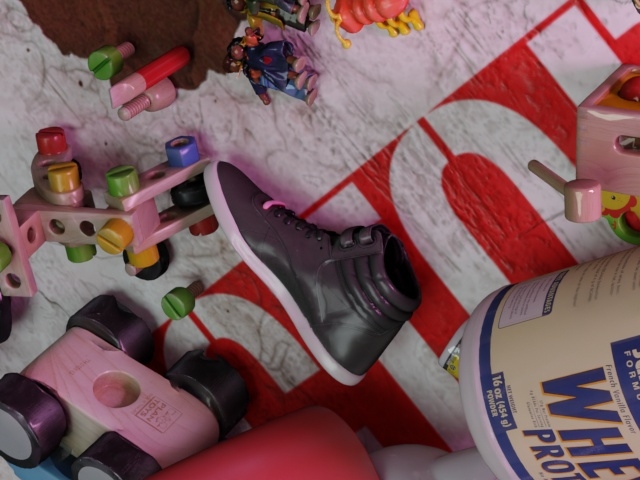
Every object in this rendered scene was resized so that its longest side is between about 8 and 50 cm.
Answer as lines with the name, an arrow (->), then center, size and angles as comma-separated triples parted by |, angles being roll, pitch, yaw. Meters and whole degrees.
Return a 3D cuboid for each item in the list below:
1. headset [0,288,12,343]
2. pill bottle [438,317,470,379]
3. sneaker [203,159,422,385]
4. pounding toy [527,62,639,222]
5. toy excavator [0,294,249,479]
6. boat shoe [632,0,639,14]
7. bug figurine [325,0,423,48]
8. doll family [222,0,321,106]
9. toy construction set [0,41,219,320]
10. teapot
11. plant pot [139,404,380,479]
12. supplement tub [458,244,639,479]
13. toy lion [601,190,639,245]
headset -> -0.500, 0.123, 2.243 | 0.185, 0.243, 0.394 | 6, 139, 56
pill bottle -> 0.191, 0.140, 1.917 | 0.116, 0.065, 0.065 | 34, 127, 11
sneaker -> 0.000, 0.000, 1.950 | 0.147, 0.104, 0.295 | -41, 78, 20
pounding toy -> 0.280, -0.095, 1.652 | 0.181, 0.206, 0.094 | 11, 119, 26
toy excavator -> -0.204, 0.349, 2.200 | 0.433, 0.222, 0.445 | 30, 139, 17
boat shoe -> 0.275, -0.312, 1.622 | 0.069, 0.081, 0.227 | -21, 105, 33
bug figurine -> 0.051, -0.333, 1.753 | 0.216, 0.072, 0.279 | -17, 104, 36
doll family -> -0.060, -0.217, 1.881 | 0.111, 0.076, 0.193 | 17, 125, 18
toy construction set -> -0.260, -0.057, 1.975 | 0.257, 0.237, 0.309 | 29, 127, 16
teapot -> 0.138, 0.340, 1.988 | 0.256, 0.187, 0.252 | -13, 88, 62
plant pot -> -0.084, 0.339, 1.942 | 0.275, 0.243, 0.275 | 30, 125, 55
supplement tub -> 0.324, 0.120, 1.718 | 0.325, 0.235, 0.235 | -20, 103, 37
toy lion -> 0.305, -0.043, 1.779 | 0.096, 0.034, 0.100 | 2, 115, 38
